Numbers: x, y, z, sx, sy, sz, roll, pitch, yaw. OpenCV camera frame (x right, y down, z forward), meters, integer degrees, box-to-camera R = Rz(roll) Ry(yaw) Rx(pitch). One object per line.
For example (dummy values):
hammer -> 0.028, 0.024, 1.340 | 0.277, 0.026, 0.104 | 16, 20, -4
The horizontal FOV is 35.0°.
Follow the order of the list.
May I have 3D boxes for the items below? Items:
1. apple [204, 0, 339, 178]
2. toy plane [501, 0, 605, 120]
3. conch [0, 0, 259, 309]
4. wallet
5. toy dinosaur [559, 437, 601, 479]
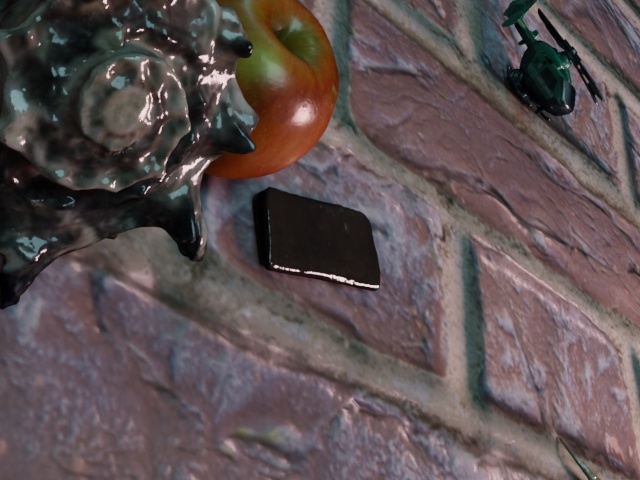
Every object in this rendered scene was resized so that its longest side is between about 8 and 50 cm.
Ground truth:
apple -> -0.064, -0.129, 0.843 | 0.163, 0.139, 0.163 | 27, 42, -27
toy plane -> 0.302, -0.248, 1.389 | 0.060, 0.096, 0.235 | 23, 36, -45
conch -> -0.172, -0.102, 0.612 | 0.313, 0.240, 0.186 | 35, 31, -17
wallet -> 0.000, 0.000, 0.941 | 0.157, 0.018, 0.082 | 12, 63, -47
toy dinosaur -> 0.325, 0.308, 1.160 | 0.058, 0.037, 0.180 | -67, 134, -73
